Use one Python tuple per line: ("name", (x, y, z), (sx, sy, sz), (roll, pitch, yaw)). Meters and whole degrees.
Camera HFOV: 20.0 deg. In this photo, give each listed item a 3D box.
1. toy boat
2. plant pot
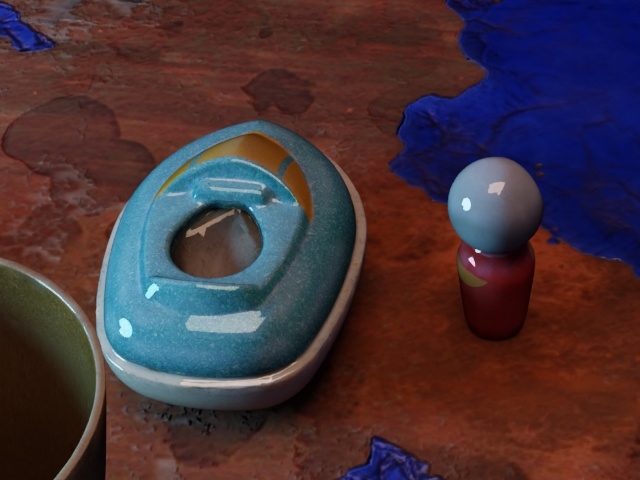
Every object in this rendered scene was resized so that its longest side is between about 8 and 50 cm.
("toy boat", (0.000, 0.000, 1.307), (0.318, 0.148, 0.267), (1, 44, 7))
("plant pot", (-0.225, 0.175, 1.071), (0.237, 0.254, 0.237), (-3, 45, 3))
